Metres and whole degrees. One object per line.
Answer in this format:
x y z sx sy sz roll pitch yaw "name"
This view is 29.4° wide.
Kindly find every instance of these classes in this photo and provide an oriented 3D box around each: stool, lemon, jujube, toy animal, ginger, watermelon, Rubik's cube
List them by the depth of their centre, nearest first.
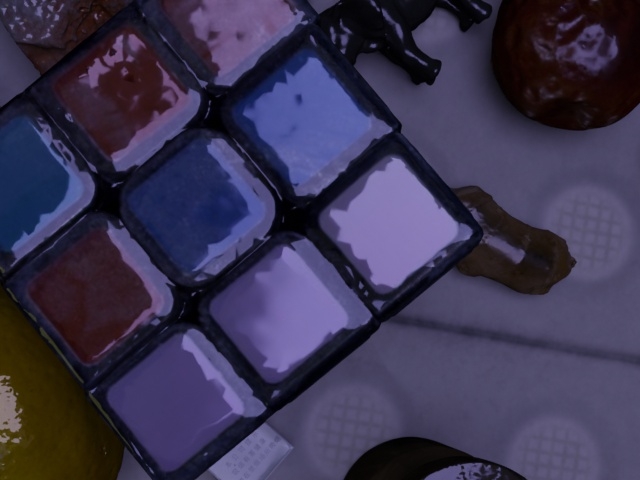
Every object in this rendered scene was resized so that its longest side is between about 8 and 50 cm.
-0.086 -0.021 1.142 0.362 0.363 0.359 -38 89 -2 "Rubik's cube"
-0.312 0.173 1.221 0.236 0.236 0.263 -42 94 -9 "lemon"
0.122 0.304 1.267 0.179 0.264 0.179 1 85 -8 "stool"
-0.261 -0.351 1.270 0.264 0.151 0.302 -29 80 3 "watermelon"
0.290 -0.253 1.380 0.190 0.190 0.255 5 79 -9 "jujube"
0.082 -0.242 1.385 0.146 0.114 0.245 42 60 -11 "toy animal"
0.206 0.002 1.400 0.190 0.069 0.095 26 61 -6 "ginger"

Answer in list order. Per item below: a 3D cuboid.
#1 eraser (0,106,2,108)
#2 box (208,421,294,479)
-0.412 -0.056 1.236 0.059 0.243 0.204 1 85 26 "eraser"
-0.114 0.207 1.349 0.154 0.040 0.084 43 82 -5 "box"
